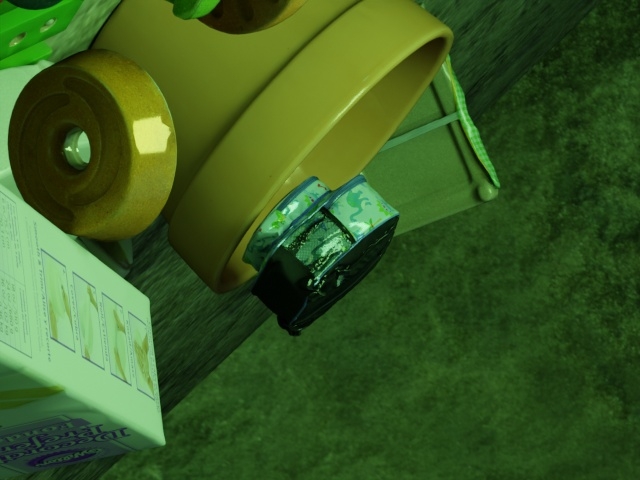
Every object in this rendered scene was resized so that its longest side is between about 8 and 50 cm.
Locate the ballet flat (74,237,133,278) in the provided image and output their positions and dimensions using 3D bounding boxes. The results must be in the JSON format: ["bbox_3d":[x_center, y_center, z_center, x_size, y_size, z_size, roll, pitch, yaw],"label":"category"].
[{"bbox_3d":[-0.222,0.001,1.694,0.123,0.123,0.348,-49,173,7],"label":"ballet flat"}]

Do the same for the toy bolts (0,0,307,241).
[{"bbox_3d":[-0.108,-0.128,1.063,0.158,0.228,0.218,-13,121,-54],"label":"toy bolts"}]

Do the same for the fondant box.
[{"bbox_3d":[-0.237,0.062,0.995,0.238,0.096,0.330,-12,166,8],"label":"fondant box"}]

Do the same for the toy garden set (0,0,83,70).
[{"bbox_3d":[-0.251,-0.109,1.216,0.204,0.049,0.244,-33,171,-41],"label":"toy garden set"}]

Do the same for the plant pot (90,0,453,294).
[{"bbox_3d":[-0.061,-0.127,1.607,0.291,0.203,0.291,-47,172,-9],"label":"plant pot"}]

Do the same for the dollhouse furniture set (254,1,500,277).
[{"bbox_3d":[0.041,-0.102,1.920,0.301,0.197,0.151,-20,-176,30],"label":"dollhouse furniture set"}]

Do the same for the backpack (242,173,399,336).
[{"bbox_3d":[0.000,0.000,1.497,0.114,0.084,0.105,-39,170,-23],"label":"backpack"}]

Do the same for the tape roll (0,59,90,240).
[{"bbox_3d":[-0.303,0.028,1.315,0.392,0.072,0.392,-38,173,-6],"label":"tape roll"}]
